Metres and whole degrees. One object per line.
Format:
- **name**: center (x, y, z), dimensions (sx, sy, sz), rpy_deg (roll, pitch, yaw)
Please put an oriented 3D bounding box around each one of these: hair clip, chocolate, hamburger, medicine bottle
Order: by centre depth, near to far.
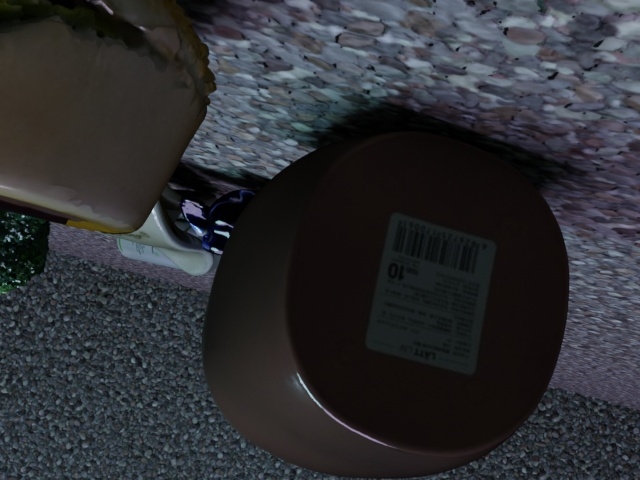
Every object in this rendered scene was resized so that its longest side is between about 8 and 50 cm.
- **hamburger**: center (-0.206, -0.111, 0.530), dimensions (0.302, 0.170, 0.302), rpy_deg (15, 176, 1)
- **chocolate**: center (-0.005, 0.001, 1.067), dimensions (0.343, 0.126, 0.148), rpy_deg (22, 180, 0)
- **hair clip**: center (-0.229, -0.043, 1.141), dimensions (0.172, 0.113, 0.282), rpy_deg (10, 169, 31)
- **medicine bottle**: center (-0.268, 0.004, 1.577), dimensions (0.183, 0.086, 0.086), rpy_deg (10, 169, 31)

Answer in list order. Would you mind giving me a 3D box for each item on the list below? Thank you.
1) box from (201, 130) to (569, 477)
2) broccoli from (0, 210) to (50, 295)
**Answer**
- **box**: center (0.057, 0.052, 0.743), dimensions (0.301, 0.301, 0.216), rpy_deg (17, 163, -12)
- **broccoli**: center (-0.352, -0.090, 0.830), dimensions (0.254, 0.269, 0.269), rpy_deg (21, 171, -4)
